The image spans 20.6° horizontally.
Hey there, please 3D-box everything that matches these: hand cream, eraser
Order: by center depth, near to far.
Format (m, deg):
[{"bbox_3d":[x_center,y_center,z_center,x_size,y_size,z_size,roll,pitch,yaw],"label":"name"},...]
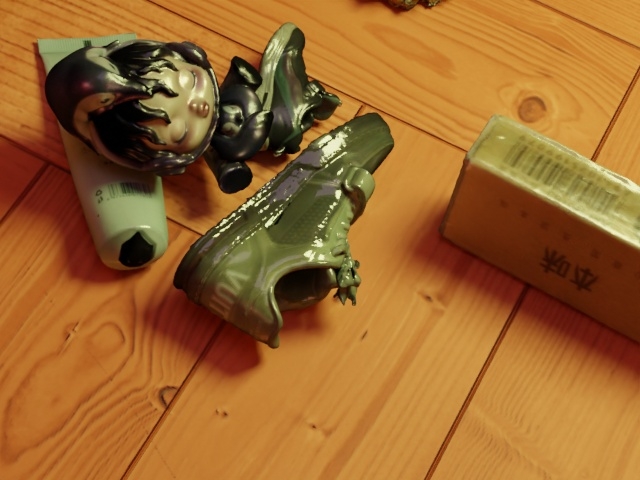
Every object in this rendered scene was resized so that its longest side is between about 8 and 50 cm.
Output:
[{"bbox_3d":[0.294,0.012,1.783,0.343,0.144,0.078,29,54,11],"label":"eraser"},{"bbox_3d":[-0.219,-0.105,1.835,0.109,0.067,0.320,-6,52,-14],"label":"hand cream"}]

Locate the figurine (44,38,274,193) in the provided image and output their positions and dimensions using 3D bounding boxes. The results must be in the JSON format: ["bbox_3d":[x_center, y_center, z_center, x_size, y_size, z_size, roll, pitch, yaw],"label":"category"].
[{"bbox_3d":[-0.168,-0.139,1.773,0.222,0.145,0.145,16,48,-36],"label":"figurine"}]

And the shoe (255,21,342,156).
[{"bbox_3d":[-0.026,-0.154,1.891,0.099,0.071,0.169,17,59,-1],"label":"shoe"}]

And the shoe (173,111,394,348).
[{"bbox_3d":[0.001,-0.001,1.770,0.149,0.109,0.293,43,63,15],"label":"shoe"}]

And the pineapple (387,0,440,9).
[{"bbox_3d":[0.051,-0.348,2.029,0.135,0.079,0.233,-32,66,-25],"label":"pineapple"}]
